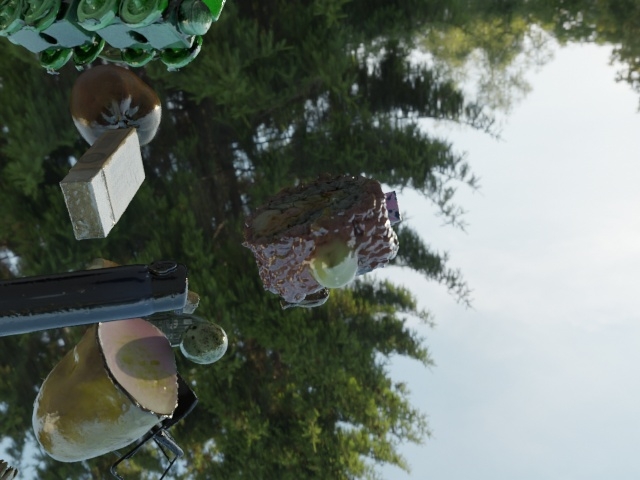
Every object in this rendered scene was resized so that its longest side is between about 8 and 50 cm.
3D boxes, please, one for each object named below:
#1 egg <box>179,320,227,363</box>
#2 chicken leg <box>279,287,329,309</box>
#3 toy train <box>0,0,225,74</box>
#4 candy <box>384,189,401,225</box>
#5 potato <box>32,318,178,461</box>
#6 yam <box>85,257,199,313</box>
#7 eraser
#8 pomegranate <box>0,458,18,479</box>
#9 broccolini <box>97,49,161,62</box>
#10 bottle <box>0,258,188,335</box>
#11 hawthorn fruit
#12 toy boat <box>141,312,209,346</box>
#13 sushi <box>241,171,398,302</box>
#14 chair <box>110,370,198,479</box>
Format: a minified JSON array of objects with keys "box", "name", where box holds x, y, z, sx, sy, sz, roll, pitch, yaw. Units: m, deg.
[{"box":[-0.236,0.205,1.212,0.110,0.085,0.085,-13,-157,35],"name":"egg"},{"box":[-0.051,0.180,1.959,0.178,0.093,0.070,-16,-160,-24],"name":"chicken leg"},{"box":[-0.198,-0.224,0.561,0.251,0.085,0.119,10,-106,27],"name":"toy train"},{"box":[0.133,-0.071,1.618,0.160,0.092,0.073,-15,179,5],"name":"candy"},{"box":[-0.415,0.301,1.135,0.266,0.229,0.229,-38,-153,13],"name":"potato"},{"box":[-0.435,0.115,1.504,0.066,0.300,0.066,-26,-129,37],"name":"yam"},{"box":[-0.489,-0.140,1.386,0.078,0.144,0.343,-4,-152,1],"name":"eraser"},{"box":[-0.671,0.514,1.150,0.180,0.180,0.209,14,-132,36],"name":"pomegranate"},{"box":[-0.454,-0.505,1.496,0.272,0.123,0.062,-9,175,-20],"name":"broccolini"},{"box":[-0.295,0.070,0.779,0.245,0.082,0.072,-5,-148,-15],"name":"bottle"},{"box":[-0.660,-0.432,1.919,0.268,0.267,0.301,-22,-133,-22],"name":"hawthorn fruit"},{"box":[-0.376,0.202,1.352,0.261,0.078,0.085,-3,166,-2],"name":"toy boat"},{"box":[0.000,0.000,1.091,0.270,0.170,0.236,-21,-154,-8],"name":"sushi"},{"box":[-0.354,0.409,1.316,0.221,0.145,0.140,-42,-136,-16],"name":"chair"}]
